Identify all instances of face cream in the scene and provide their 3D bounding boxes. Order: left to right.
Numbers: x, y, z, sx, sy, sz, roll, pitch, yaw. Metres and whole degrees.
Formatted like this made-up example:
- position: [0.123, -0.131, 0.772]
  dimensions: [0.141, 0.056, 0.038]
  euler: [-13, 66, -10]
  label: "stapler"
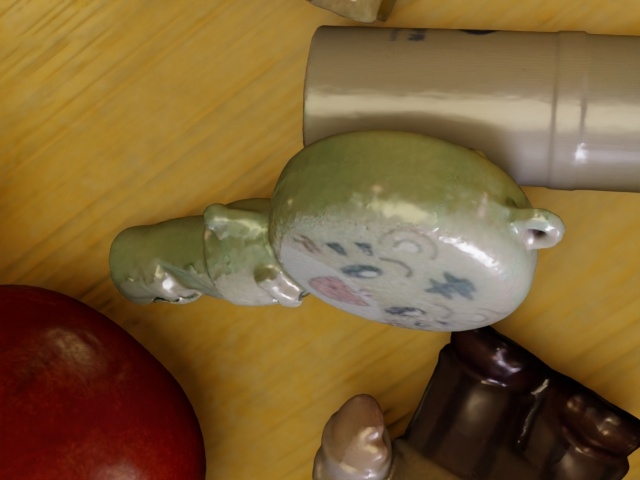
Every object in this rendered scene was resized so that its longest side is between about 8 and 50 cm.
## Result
- position: [0.120, -0.063, 0.549]
  dimensions: [0.250, 0.077, 0.077]
  euler: [5, 103, 10]
  label: "face cream"

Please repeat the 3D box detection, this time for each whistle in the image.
- position: [0.000, 0.000, 0.555]
  dimensions: [0.258, 0.067, 0.126]
  euler: [-8, 145, 36]
  label: "whistle"

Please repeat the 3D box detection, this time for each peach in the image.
- position: [-0.167, 0.140, 0.573]
  dimensions: [0.243, 0.199, 0.243]
  euler: [3, 83, -26]
  label: "peach"

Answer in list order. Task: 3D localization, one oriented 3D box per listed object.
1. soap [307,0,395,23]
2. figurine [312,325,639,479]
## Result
- position: [0.005, -0.256, 0.521]
  dimensions: [0.173, 0.089, 0.274]
  euler: [24, 106, 4]
  label: "soap"
- position: [0.029, 0.229, 0.565]
  dimensions: [0.218, 0.206, 0.365]
  euler: [29, 105, -6]
  label: "figurine"
